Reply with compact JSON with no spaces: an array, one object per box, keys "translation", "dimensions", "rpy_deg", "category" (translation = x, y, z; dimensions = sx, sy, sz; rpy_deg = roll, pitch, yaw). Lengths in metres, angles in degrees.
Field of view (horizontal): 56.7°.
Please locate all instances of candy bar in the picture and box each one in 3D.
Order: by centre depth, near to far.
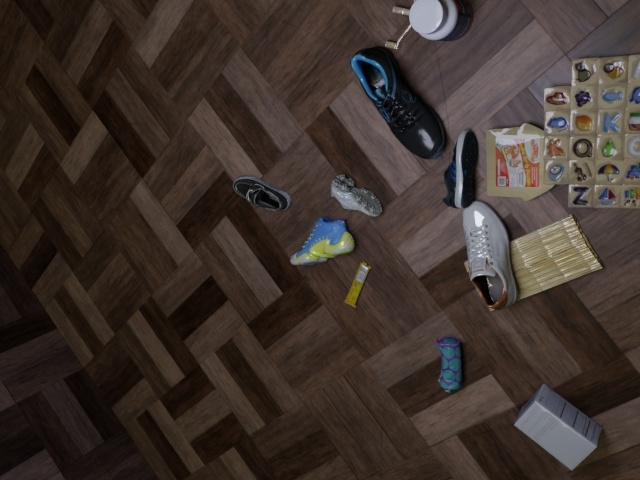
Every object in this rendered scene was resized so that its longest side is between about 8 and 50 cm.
[{"translation":[0.115,0.136,1.817],"dimensions":[0.040,0.018,0.161],"rpy_deg":[29,118,17],"category":"candy bar"}]

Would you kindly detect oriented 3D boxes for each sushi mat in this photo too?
[{"translation":[0.537,0.063,1.530],"dimensions":[0.316,0.019,0.151],"rpy_deg":[-29,88,35],"category":"sushi mat"}]

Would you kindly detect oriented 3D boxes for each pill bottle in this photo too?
[{"translation":[0.282,-0.528,1.402],"dimensions":[0.108,0.180,0.108],"rpy_deg":[10,111,29],"category":"pill bottle"}]

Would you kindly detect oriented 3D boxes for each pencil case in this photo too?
[{"translation":[0.370,0.353,1.700],"dimensions":[0.070,0.064,0.151],"rpy_deg":[-1,105,15],"category":"pencil case"}]

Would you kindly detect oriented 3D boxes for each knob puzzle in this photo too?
[{"translation":[0.510,-0.194,1.458],"dimensions":[0.213,0.030,0.213],"rpy_deg":[10,112,26],"category":"knob puzzle"}]

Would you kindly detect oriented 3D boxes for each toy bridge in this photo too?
[{"translation":[0.217,-0.586,1.518],"dimensions":[0.063,0.026,0.188],"rpy_deg":[22,116,22],"category":"toy bridge"}]

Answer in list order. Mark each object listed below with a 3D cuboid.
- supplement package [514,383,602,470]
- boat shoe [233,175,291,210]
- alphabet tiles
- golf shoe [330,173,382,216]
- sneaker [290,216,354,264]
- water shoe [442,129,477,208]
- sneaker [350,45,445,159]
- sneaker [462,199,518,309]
[{"translation":[0.624,0.488,1.560],"dimensions":[0.179,0.105,0.105],"rpy_deg":[38,120,17],"category":"supplement package"},{"translation":[-0.199,-0.150,1.888],"dimensions":[0.219,0.070,0.077],"rpy_deg":[20,115,25],"category":"boat shoe"},{"translation":[0.658,-0.240,1.345],"dimensions":[0.285,0.011,0.342],"rpy_deg":[2,107,25],"category":"alphabet tiles"},{"translation":[0.102,-0.116,1.730],"dimensions":[0.176,0.069,0.086],"rpy_deg":[41,142,18],"category":"golf shoe"},{"translation":[0.000,0.000,1.819],"dimensions":[0.240,0.091,0.126],"rpy_deg":[-17,78,35],"category":"sneaker"},{"translation":[0.351,-0.184,1.534],"dimensions":[0.080,0.073,0.203],"rpy_deg":[11,101,49],"category":"water shoe"},{"translation":[0.191,-0.349,1.542],"dimensions":[0.125,0.140,0.341],"rpy_deg":[-38,85,33],"category":"sneaker"},{"translation":[0.423,0.034,1.513],"dimensions":[0.106,0.123,0.290],"rpy_deg":[-24,79,37],"category":"sneaker"}]
